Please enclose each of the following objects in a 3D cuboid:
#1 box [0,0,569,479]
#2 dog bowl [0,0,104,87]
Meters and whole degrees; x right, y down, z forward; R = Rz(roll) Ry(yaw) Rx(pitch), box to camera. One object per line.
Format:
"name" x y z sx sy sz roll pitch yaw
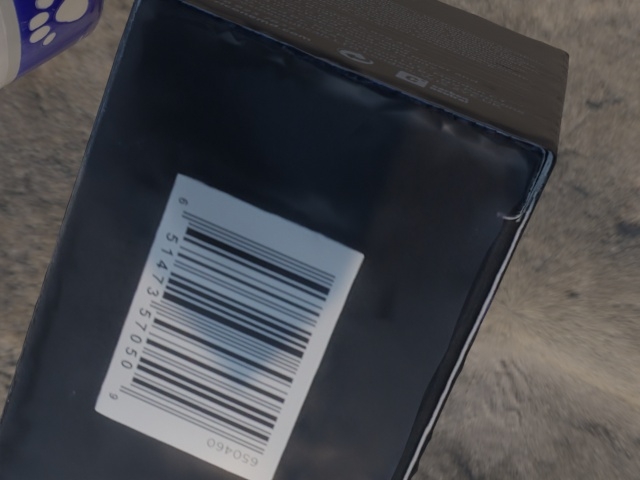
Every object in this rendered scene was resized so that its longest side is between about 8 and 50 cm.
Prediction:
"box" 0.000 0.000 0.783 0.212 0.395 0.293 23 109 5
"dog bowl" -0.271 -0.236 0.882 0.104 0.265 0.265 -35 81 -25
